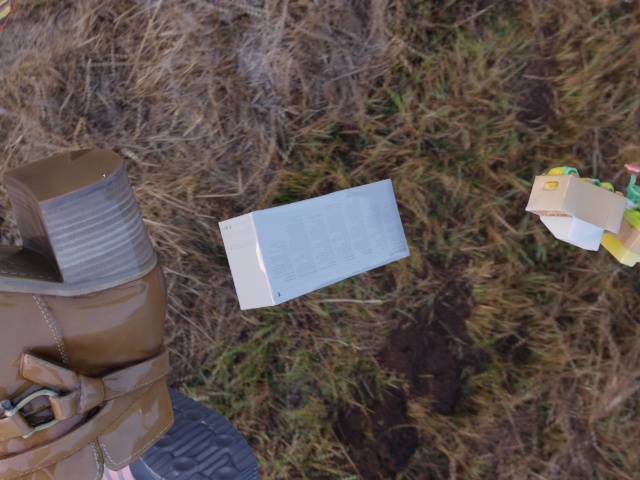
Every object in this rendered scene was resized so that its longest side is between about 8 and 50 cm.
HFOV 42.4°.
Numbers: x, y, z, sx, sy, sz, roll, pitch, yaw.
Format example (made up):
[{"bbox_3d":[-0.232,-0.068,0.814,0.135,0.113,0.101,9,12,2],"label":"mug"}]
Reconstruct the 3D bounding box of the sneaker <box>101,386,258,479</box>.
[{"bbox_3d":[-0.178,0.240,0.896,0.112,0.319,0.131,-18,117,-39],"label":"sneaker"}]

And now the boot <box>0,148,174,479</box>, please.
[{"bbox_3d":[-0.227,0.082,0.512,0.283,0.109,0.220,-24,125,-30],"label":"boot"}]

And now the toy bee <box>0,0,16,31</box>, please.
[{"bbox_3d":[-0.400,-0.404,1.052,0.298,0.195,0.162,-48,127,8],"label":"toy bee"}]

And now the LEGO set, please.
[{"bbox_3d":[0.281,-0.001,0.517,0.287,0.132,0.107,31,112,9],"label":"LEGO set"}]

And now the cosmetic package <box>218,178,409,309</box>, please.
[{"bbox_3d":[0.000,0.000,0.927,0.239,0.060,0.099,-16,91,-48],"label":"cosmetic package"}]
